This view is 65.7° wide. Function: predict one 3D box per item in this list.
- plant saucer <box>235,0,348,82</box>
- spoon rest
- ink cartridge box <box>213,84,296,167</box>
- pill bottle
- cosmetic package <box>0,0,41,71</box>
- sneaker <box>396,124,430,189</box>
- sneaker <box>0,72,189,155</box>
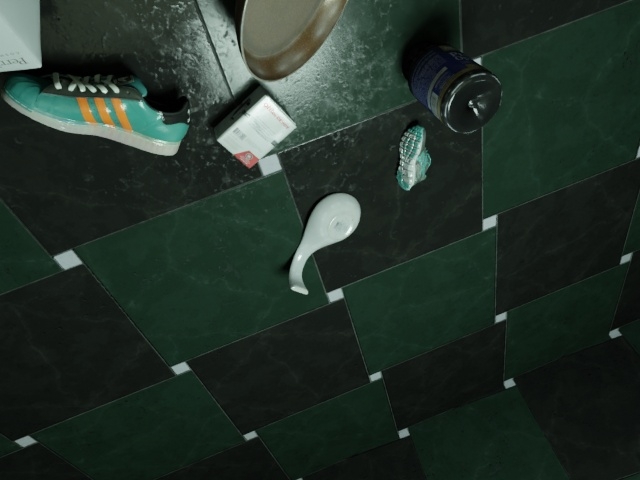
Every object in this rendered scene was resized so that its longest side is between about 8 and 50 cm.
[{"bbox_3d":[-0.038,-0.409,0.803,0.310,0.050,0.310,-50,169,-14],"label":"plant saucer"},{"bbox_3d":[0.000,0.000,1.256,0.137,0.084,0.276,25,102,-37],"label":"spoon rest"},{"bbox_3d":[-0.133,-0.231,1.009,0.135,0.056,0.099,-38,132,12],"label":"ink cartridge box"},{"bbox_3d":[0.248,-0.313,0.981,0.123,0.219,0.122,-11,132,-13],"label":"pill bottle"},{"bbox_3d":[-0.511,-0.350,0.554,0.217,0.156,0.385,-9,167,-3],"label":"cosmetic package"},{"bbox_3d":[0.232,-0.203,1.187,0.076,0.065,0.166,-21,138,-27],"label":"sneaker"},{"bbox_3d":[-0.377,-0.249,0.870,0.302,0.108,0.121,10,123,-38],"label":"sneaker"}]
